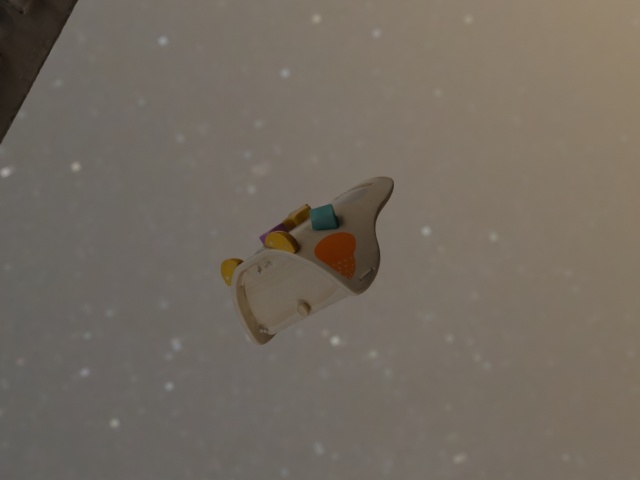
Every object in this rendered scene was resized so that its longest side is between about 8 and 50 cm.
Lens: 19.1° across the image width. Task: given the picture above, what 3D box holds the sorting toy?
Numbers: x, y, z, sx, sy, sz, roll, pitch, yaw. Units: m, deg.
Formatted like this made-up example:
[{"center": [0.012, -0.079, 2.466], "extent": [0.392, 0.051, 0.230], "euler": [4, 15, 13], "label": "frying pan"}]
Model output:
[{"center": [0.000, 0.000, 0.862], "extent": [0.045, 0.083, 0.075], "euler": [50, -128, -8], "label": "sorting toy"}]

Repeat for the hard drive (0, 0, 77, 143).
[{"center": [-0.298, -0.176, 1.017], "extent": [0.339, 0.064, 0.237], "euler": [35, -134, -16], "label": "hard drive"}]
